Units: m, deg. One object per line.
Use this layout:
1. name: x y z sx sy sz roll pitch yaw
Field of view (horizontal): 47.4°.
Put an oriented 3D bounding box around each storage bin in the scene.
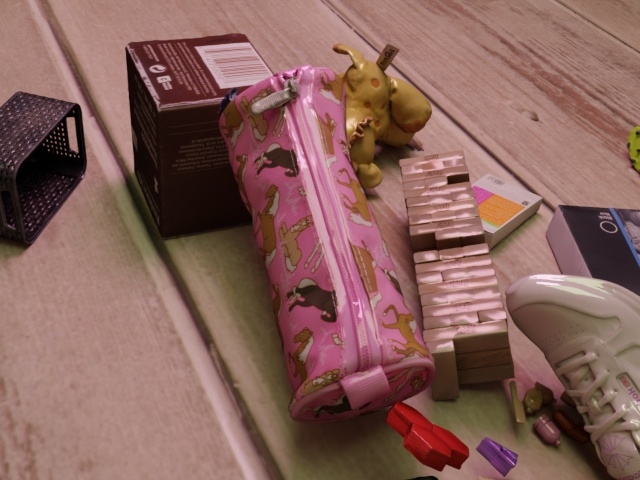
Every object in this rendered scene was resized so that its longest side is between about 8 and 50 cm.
1. storage bin: -0.381 -0.097 0.938 0.084 0.122 0.180 12 40 3

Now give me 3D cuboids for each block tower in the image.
1. block tower: 0.160 0.028 0.892 0.097 0.091 0.335 -9 42 9

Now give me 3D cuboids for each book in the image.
1. book: 0.245 -0.047 1.063 0.096 0.035 0.144 31 45 30

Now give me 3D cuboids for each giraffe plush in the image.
1. giraffe plush: 0.057 -0.168 1.088 0.181 0.210 0.170 23 71 11

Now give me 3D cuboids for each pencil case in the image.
1. pencil case: 0.000 0.000 0.777 0.167 0.160 0.386 18 49 -50

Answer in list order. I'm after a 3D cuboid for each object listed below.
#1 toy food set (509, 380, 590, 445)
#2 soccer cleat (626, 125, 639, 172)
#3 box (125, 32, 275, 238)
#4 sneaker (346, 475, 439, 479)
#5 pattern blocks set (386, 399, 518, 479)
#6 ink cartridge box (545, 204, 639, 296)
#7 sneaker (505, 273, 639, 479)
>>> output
1. toy food set: 0.265 0.193 0.800 0.122 0.019 0.078 13 40 -7
2. soccer cleat: 0.566 -0.119 1.191 0.072 0.060 0.179 1 47 -23
3. box: -0.153 -0.141 0.968 0.167 0.203 0.168 -12 44 -23
4. sneaker: 0.120 0.347 0.468 0.202 0.185 0.483 -14 46 -19
5. pattern blocks set: 0.207 0.260 0.586 0.285 0.026 0.325 28 9 -29
6. ink cartridge box: 0.414 0.081 0.923 0.165 0.065 0.332 3 42 -7
7. sneaker: 0.308 0.152 0.735 0.305 0.114 0.152 39 55 2
